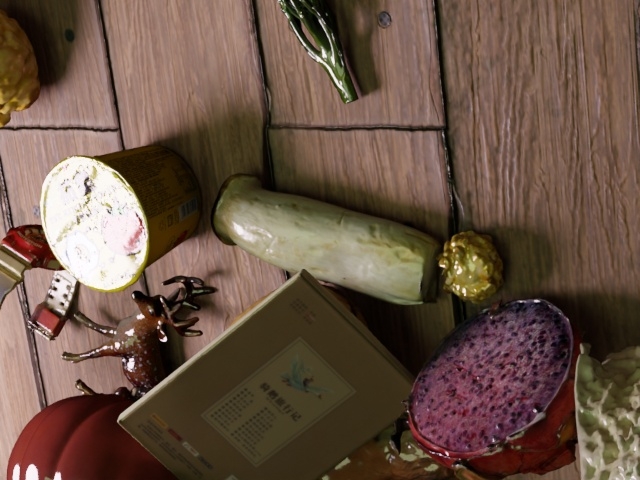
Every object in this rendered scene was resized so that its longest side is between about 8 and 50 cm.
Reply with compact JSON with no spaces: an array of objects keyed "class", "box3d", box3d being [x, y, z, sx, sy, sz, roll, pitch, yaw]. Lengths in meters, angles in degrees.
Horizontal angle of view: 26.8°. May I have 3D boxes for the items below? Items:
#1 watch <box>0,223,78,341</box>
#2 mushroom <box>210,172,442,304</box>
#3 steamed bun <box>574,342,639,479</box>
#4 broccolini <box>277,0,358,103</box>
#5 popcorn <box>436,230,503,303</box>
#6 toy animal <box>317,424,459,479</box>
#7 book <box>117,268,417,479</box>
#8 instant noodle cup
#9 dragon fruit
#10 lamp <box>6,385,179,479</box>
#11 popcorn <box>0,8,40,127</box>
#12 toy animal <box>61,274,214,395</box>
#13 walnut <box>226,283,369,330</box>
[{"class":"watch","box3d":[-0.421,0.106,1.900,0.102,0.165,0.268,30,119,24]},{"class":"mushroom","box3d":[0.000,0.000,1.624,0.312,0.081,0.100,19,122,27]},{"class":"steamed bun","box3d":[0.418,0.188,1.271,0.273,0.290,0.272,45,130,-14]},{"class":"broccolini","box3d":[-0.004,-0.256,1.565,0.091,0.068,0.203,-12,115,50]},{"class":"popcorn","box3d":[0.170,0.032,1.530,0.082,0.057,0.083,46,123,5]},{"class":"toy animal","box3d":[0.041,0.272,1.651,0.312,0.097,0.157,-30,87,19]},{"class":"book","box3d":[-0.058,0.196,1.581,0.310,0.021,0.217,-39,106,21]},{"class":"instant noodle cup","box3d":[-0.249,-0.040,1.744,0.182,0.144,0.182,12,114,30]},{"class":"dragon fruit","box3d":[0.220,0.190,1.491,0.218,0.224,0.148,8,149,52]},{"class":"lamp","box3d":[-0.259,0.327,1.756,0.303,0.257,0.303,22,156,11]},{"class":"popcorn","box3d":[-0.467,-0.236,1.828,0.180,0.170,0.180,2,96,20]},{"class":"toy animal","box3d":[-0.238,0.152,1.858,0.260,0.087,0.243,-2,121,30]},{"class":"walnut","box3d":[-0.036,0.137,1.645,0.206,0.159,0.159,-36,84,26]}]
